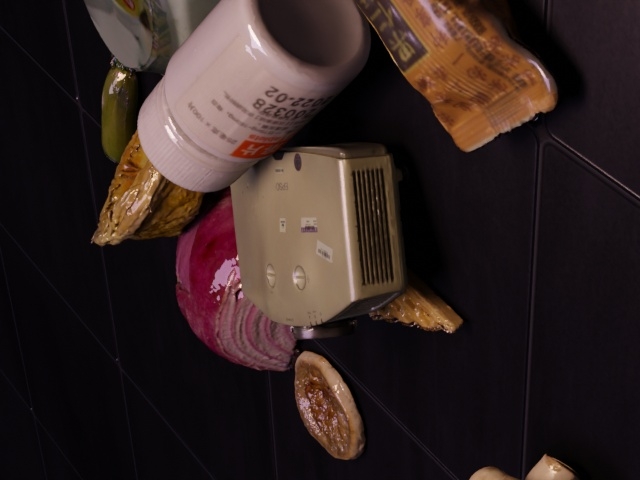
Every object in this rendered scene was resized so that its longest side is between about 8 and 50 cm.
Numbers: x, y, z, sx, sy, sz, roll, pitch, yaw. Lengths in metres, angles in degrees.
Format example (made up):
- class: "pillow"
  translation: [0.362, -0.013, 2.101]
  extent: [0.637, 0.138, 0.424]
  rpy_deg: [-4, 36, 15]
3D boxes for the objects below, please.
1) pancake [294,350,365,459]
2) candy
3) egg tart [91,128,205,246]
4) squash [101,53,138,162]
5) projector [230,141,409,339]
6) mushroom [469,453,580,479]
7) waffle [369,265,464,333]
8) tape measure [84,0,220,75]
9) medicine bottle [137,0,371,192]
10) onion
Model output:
- class: "pancake"
  translation: [0.008, 0.194, 1.911]
  extent: [0.139, 0.022, 0.139]
  rpy_deg: [44, 146, 40]
- class: "candy"
  translation: [0.089, -0.199, 1.319]
  extent: [0.271, 0.101, 0.143]
  rpy_deg: [58, 149, 4]
- class: "egg tart"
  translation: [-0.181, -0.081, 1.909]
  extent: [0.252, 0.098, 0.232]
  rpy_deg: [-53, 20, 30]
- class: "squash"
  translation: [-0.259, -0.168, 2.115]
  extent: [0.052, 0.052, 0.183]
  rpy_deg: [51, 148, 31]
- class: "projector"
  translation: [0.000, 0.000, 1.639]
  extent: [0.269, 0.088, 0.193]
  rpy_deg: [2, 98, 64]
- class: "mushroom"
  translation: [0.196, 0.257, 1.480]
  extent: [0.154, 0.122, 0.154]
  rpy_deg: [26, 166, 7]
- class: "waffle"
  translation: [0.095, 0.077, 1.629]
  extent: [0.153, 0.023, 0.097]
  rpy_deg: [44, 148, 42]
- class: "tape measure"
  translation: [-0.164, -0.305, 1.691]
  extent: [0.259, 0.138, 0.262]
  rpy_deg: [50, 151, 35]
- class: "medicine bottle"
  translation: [-0.071, -0.154, 1.563]
  extent: [0.252, 0.144, 0.144]
  rpy_deg: [-36, 78, 48]
- class: "onion"
  translation: [-0.126, 0.041, 1.953]
  extent: [0.247, 0.111, 0.250]
  rpy_deg: [48, 151, 33]
